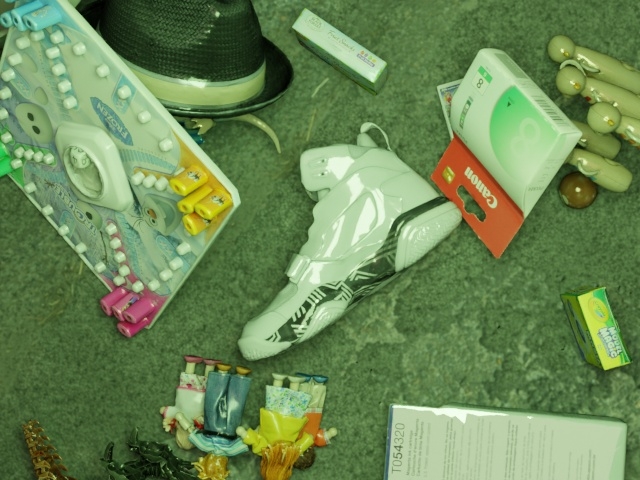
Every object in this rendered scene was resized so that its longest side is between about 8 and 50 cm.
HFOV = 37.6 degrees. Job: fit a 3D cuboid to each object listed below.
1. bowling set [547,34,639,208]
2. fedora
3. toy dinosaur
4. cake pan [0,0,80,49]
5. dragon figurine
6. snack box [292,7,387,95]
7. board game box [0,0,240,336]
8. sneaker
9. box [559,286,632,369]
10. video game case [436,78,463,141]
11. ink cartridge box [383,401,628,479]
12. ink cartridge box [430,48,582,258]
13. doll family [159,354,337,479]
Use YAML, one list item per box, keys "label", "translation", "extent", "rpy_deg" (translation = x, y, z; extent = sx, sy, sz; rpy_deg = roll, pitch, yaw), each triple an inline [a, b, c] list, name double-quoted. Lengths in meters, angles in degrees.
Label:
- label: "bowling set"
  translation: [0.352, -0.138, 1.279]
  extent: [0.154, 0.287, 0.199]
  rpy_deg: [24, 117, -8]
- label: "fedora"
  translation: [-0.185, -0.301, 1.255]
  extent: [0.334, 0.334, 0.152]
  rpy_deg: [15, 127, 5]
- label: "toy dinosaur"
  translation: [-0.306, 0.389, 1.324]
  extent: [0.322, 0.164, 0.218]
  rpy_deg: [42, 107, -16]
- label: "cake pan"
  translation: [-0.420, -0.396, 1.350]
  extent: [0.293, 0.054, 0.293]
  rpy_deg: [-15, 59, 27]
- label: "dragon figurine"
  translation: [-0.202, -0.189, 1.372]
  extent: [0.289, 0.144, 0.085]
  rpy_deg: [10, 86, -15]
- label: "snack box"
  translation: [0.030, -0.269, 1.352]
  extent: [0.141, 0.100, 0.037]
  rpy_deg: [35, 90, 5]
- label: "board game box"
  translation: [-0.315, -0.091, 1.252]
  extent: [0.390, 0.390, 0.050]
  rpy_deg: [48, 51, 5]
- label: "sneaker"
  translation: [0.000, 0.000, 1.327]
  extent: [0.366, 0.137, 0.210]
  rpy_deg: [-36, 84, -3]
- label: "box"
  translation: [0.371, 0.116, 1.267]
  extent: [0.043, 0.179, 0.105]
  rpy_deg: [-19, 85, 3]
- label: "video game case"
  translation: [0.229, -0.180, 1.378]
  extent: [0.087, 0.011, 0.122]
  rpy_deg: [-15, 86, 4]
- label: "ink cartridge box"
  translation: [0.249, 0.397, 1.318]
  extent: [0.330, 0.071, 0.324]
  rpy_deg: [5, 88, 8]
- label: "ink cartridge box"
  translation: [0.226, -0.113, 1.258]
  extent: [0.181, 0.056, 0.224]
  rpy_deg: [57, 133, 34]
- label: "doll family"
  translation: [-0.109, 0.261, 1.324]
  extent: [0.263, 0.118, 0.163]
  rpy_deg: [9, 88, 4]
